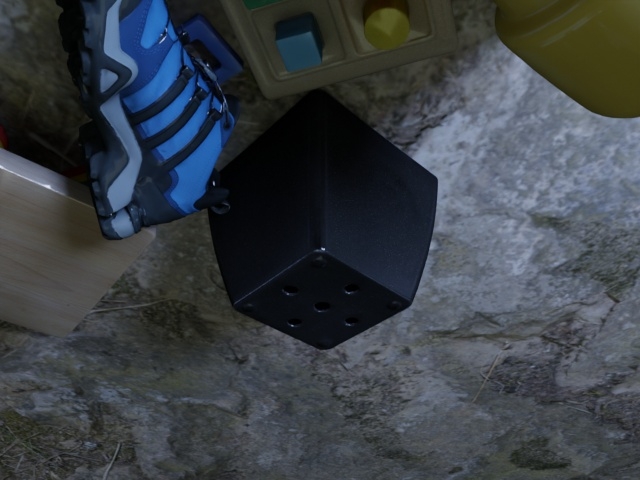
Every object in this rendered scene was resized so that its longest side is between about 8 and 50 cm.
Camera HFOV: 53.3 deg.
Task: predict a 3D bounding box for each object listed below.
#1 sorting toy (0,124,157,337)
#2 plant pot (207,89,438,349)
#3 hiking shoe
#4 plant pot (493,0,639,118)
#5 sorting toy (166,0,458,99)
[{"bbox_3d":[-0.342,-0.024,0.681,0.257,0.089,0.255,26,134,-28],"label":"sorting toy"},{"bbox_3d":[0.000,0.000,0.652,0.188,0.166,0.188,31,132,-32],"label":"plant pot"},{"bbox_3d":[-0.132,-0.131,0.518,0.132,0.113,0.304,-14,146,-23],"label":"hiking shoe"},{"bbox_3d":[0.142,-0.232,0.328,0.239,0.254,0.254,31,133,-11],"label":"plant pot"},{"bbox_3d":[0.009,-0.197,0.503,0.348,0.047,0.196,-12,139,14],"label":"sorting toy"}]
